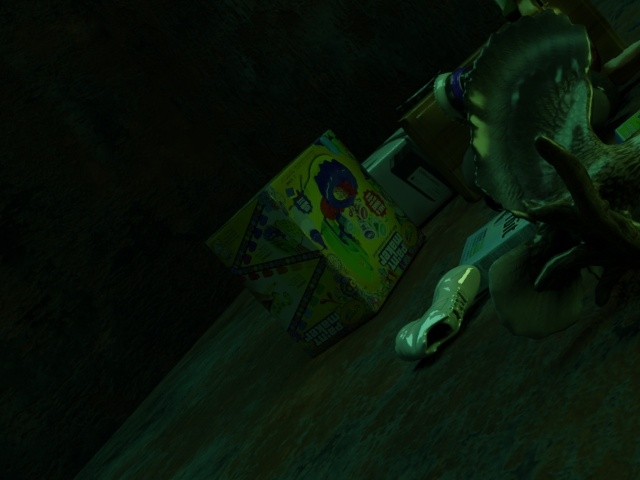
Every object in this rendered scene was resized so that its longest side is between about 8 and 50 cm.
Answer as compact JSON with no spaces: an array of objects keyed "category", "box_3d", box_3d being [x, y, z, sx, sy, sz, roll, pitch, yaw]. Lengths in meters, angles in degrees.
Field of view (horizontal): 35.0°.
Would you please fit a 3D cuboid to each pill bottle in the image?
[{"category":"pill bottle","box_3d":[0.260,-0.213,1.980,0.123,0.219,0.123,-41,5,5]}]

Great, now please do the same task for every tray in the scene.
[{"category":"tray","box_3d":[0.364,-0.282,1.882,0.411,0.203,0.076,-43,6,-7]}]

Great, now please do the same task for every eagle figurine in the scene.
[{"category":"eagle figurine","box_3d":[0.256,-0.066,0.951,0.225,0.226,0.298,-6,29,4]}]

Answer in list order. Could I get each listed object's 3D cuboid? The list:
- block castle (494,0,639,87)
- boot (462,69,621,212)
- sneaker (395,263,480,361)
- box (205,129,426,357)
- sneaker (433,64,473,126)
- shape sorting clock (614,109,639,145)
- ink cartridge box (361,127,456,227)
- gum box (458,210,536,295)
[{"category":"block castle","box_3d":[0.426,-0.480,1.689,0.303,0.453,0.213,-37,-32,21]},{"category":"boot","box_3d":[0.300,-0.120,1.576,0.223,0.118,0.338,-53,7,-38]},{"category":"sneaker","box_3d":[0.157,0.091,1.246,0.152,0.054,0.061,-50,17,-21]},{"category":"box","box_3d":[0.000,0.000,1.820,0.177,0.279,0.290,-38,7,35]},{"category":"sneaker","box_3d":[0.344,-0.239,1.722,0.293,0.102,0.146,6,-18,-37]},{"category":"shape sorting clock","box_3d":[0.425,-0.144,1.214,0.206,0.040,0.206,-42,9,8]},{"category":"ink cartridge box","box_3d":[0.180,-0.133,2.184,0.395,0.166,0.285,-42,6,-9]},{"category":"gum box","box_3d":[0.267,-0.018,1.336,0.184,0.041,0.157,-39,6,23]}]
